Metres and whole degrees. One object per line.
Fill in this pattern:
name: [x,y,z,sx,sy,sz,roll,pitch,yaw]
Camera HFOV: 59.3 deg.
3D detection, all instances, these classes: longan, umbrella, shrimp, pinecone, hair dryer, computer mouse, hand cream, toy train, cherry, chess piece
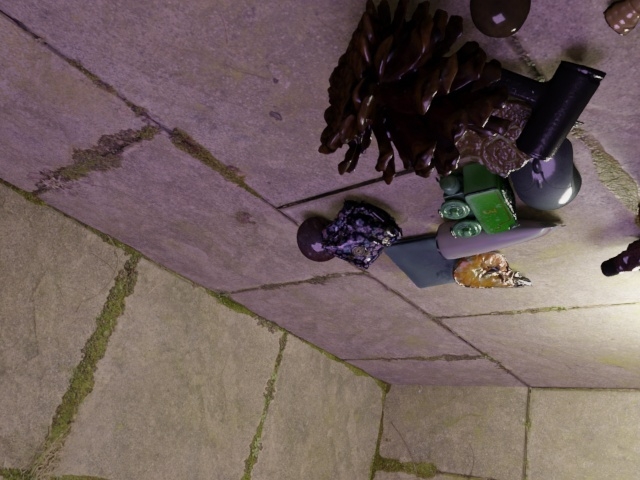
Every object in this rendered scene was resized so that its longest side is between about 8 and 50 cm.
longan: [0.320,-0.424,0.998,0.106,0.106,0.119,14,115,1]
umbrella: [0.939,0.031,1.591,0.090,0.094,0.326,-23,173,-34]
shrimp: [0.599,0.104,1.920,0.317,0.062,0.164,9,133,-16]
pinecone: [0.190,-0.265,1.080,0.385,0.384,0.384,11,154,6]
hair dryer: [0.412,-0.302,1.156,0.251,0.089,0.197,31,119,15]
computer mouse: [0.539,-0.175,1.382,0.167,0.090,0.379,-5,145,32]
hand cream: [0.524,-0.016,1.671,0.359,0.118,0.185,-8,176,36]
toy train: [0.428,-0.107,1.532,0.188,0.132,0.243,-12,145,28]
cherry: [-0.004,0.000,1.929,0.176,0.140,0.176,1,130,1]
chess piece: [0.559,-0.418,0.928,0.060,0.060,0.172,22,150,-16]

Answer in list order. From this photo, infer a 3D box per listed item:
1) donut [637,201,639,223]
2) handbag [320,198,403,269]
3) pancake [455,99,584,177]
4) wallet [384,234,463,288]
donut: [0.871,-0.058,1.323,0.230,0.096,0.216,52,156,10]
handbag: [0.135,-0.019,1.796,0.229,0.126,0.208,29,121,-22]
pancake: [0.410,-0.238,1.307,0.377,0.054,0.197,4,128,40]
wallet: [0.390,0.071,1.985,0.251,0.054,0.290,-13,138,37]
